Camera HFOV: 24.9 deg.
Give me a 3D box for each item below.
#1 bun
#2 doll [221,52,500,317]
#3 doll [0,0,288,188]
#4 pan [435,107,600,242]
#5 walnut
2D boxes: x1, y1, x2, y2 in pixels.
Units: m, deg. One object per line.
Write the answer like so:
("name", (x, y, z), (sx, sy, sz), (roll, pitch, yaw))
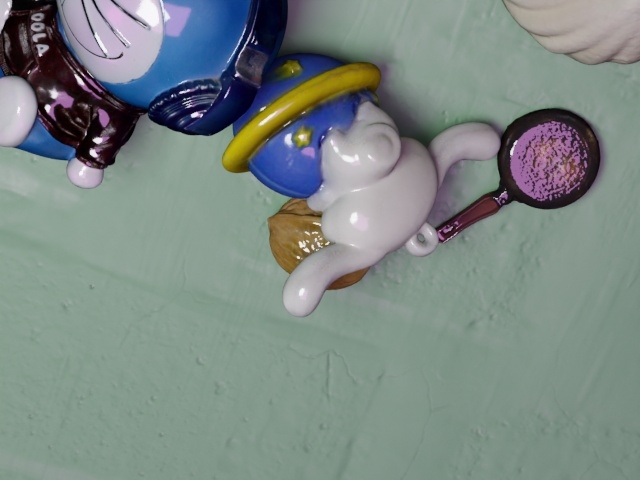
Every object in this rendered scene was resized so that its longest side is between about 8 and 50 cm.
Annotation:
("bun", (0.301, -0.286, 1.430), (0.263, 0.175, 0.263), (-1, 114, -2))
("doll", (0.048, -0.102, 1.491), (0.311, 0.242, 0.159), (-24, 155, -26))
("doll", (-0.174, -0.216, 1.413), (0.310, 0.284, 0.240), (-36, 155, 27))
("pan", (0.211, -0.060, 1.592), (0.212, 0.040, 0.115), (-36, 104, 11))
("walnut", (0.000, 0.000, 1.576), (0.124, 0.105, 0.105), (18, 111, -9))
